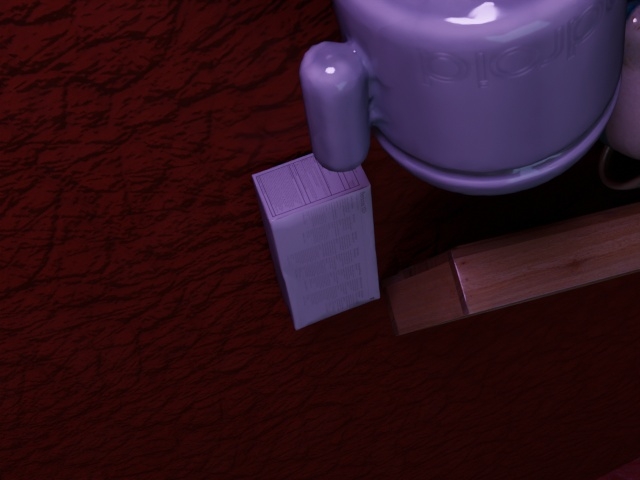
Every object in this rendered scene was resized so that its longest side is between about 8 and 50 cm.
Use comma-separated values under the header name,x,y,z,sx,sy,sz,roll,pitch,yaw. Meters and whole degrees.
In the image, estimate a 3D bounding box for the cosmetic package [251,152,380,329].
name,x,y,z,sx,sy,sz,roll,pitch,yaw
cosmetic package,0.000,0.000,1.218,0.099,0.060,0.239,-19,152,-6

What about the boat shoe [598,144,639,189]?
name,x,y,z,sx,sy,sz,roll,pitch,yaw
boat shoe,0.386,-0.148,1.192,0.110,0.121,0.341,-10,151,-26

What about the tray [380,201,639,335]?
name,x,y,z,sx,sy,sz,roll,pitch,yaw
tray,0.294,0.013,1.386,0.411,0.076,0.203,-14,174,-20

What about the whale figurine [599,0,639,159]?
name,x,y,z,sx,sy,sz,roll,pitch,yaw
whale figurine,0.290,-0.204,1.042,0.216,0.141,0.272,-23,136,-42

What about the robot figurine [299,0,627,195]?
name,x,y,z,sx,sy,sz,roll,pitch,yaw
robot figurine,0.112,-0.160,0.875,0.300,0.200,0.353,-32,153,-4
